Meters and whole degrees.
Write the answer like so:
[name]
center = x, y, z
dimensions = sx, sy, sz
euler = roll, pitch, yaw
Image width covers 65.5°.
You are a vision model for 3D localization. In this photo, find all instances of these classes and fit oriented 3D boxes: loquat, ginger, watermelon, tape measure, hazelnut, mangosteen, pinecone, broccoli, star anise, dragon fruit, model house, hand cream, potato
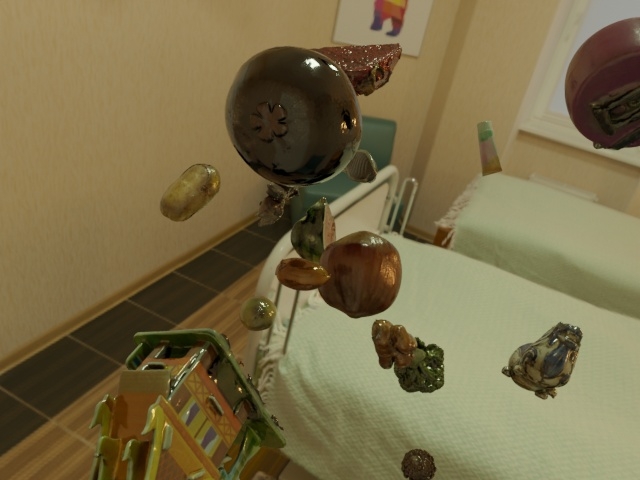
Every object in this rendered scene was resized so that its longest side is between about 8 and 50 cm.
[loquat]
center = -0.255, 0.297, 2.033
dimensions = 0.152, 0.152, 0.195
euler = 8, -6, -7
[ginger]
center = 0.178, 0.243, 1.158
dimensions = 0.103, 0.162, 0.073
euler = 6, 46, 22
[watermelon]
center = -0.027, 0.006, 1.557
dimensions = 0.129, 0.303, 0.159
euler = 5, 63, 12
[tape measure]
center = 0.574, -0.277, 0.886
dimensions = 0.232, 0.245, 0.149
euler = 37, 48, -29
[hazelnut]
center = 0.097, 0.077, 1.207
dimensions = 0.210, 0.186, 0.210
euler = 7, 34, -5
[mangosteen]
center = -0.041, -0.245, 0.995
dimensions = 0.275, 0.274, 0.302
euler = 19, 18, 12
[pinecone]
center = 0.217, 0.499, 1.098
dimensions = 0.077, 0.083, 0.077
euler = -4, 68, 10
[broccoli]
center = 0.276, 0.349, 1.400
dimensions = 0.146, 0.137, 0.162
euler = -5, 50, 14
[star anise]
center = -0.114, -0.132, 1.410
dimensions = 0.063, 0.171, 0.208
euler = 33, 63, 12
[dragon fruit]
center = 0.105, -0.527, 1.617
dimensions = 0.317, 0.152, 0.205
euler = 1, 41, 7
[model house]
center = -0.270, 0.390, 0.911
dimensions = 0.243, 0.357, 0.312
euler = -6, 31, 31
[hand cream]
center = 0.553, -0.304, 1.638
dimensions = 0.047, 0.174, 0.076
euler = -4, -5, -36
[potato]
center = -0.316, -0.117, 1.217
dimensions = 0.107, 0.080, 0.170
euler = 30, 70, 35

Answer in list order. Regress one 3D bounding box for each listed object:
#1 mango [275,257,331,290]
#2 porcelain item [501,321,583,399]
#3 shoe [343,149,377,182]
[mango]
center = -0.041, 0.069, 1.063
dimensions = 0.127, 0.063, 0.077
euler = 10, 39, 29
[porcelain item]
center = 0.603, 0.318, 1.345
dimensions = 0.138, 0.186, 0.288
euler = 32, -10, 20
[shoe]
center = 0.135, -0.228, 1.576
dimensions = 0.112, 0.099, 0.227
euler = 27, 9, -33
